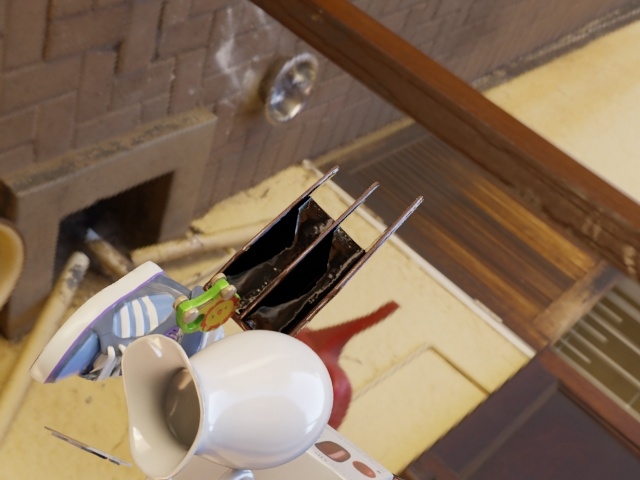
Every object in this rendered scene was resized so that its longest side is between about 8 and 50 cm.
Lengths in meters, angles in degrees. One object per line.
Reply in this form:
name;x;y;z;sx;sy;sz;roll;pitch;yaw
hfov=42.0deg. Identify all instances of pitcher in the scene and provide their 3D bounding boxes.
pitcher;-0.081;0.169;0.739;0.207;0.125;0.178;8;90;-57

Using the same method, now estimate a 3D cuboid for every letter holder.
letter holder;0.000;0.000;1.292;0.302;0.152;0.214;-44;180;-45

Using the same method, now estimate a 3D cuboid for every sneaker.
sneaker;-0.277;0.185;1.338;0.130;0.236;0.323;-47;179;34

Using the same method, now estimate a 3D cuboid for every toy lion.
toy lion;-0.154;0.097;1.152;0.100;0.034;0.096;-31;151;-28

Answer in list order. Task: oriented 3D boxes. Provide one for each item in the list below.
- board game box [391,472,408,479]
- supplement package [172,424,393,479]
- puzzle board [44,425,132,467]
board game box;0.139;0.412;1.269;0.136;0.259;0.030;-4;101;-44
supplement package;-0.045;0.288;0.982;0.149;0.194;0.203;-57;163;0
puzzle board;-0.373;0.331;1.331;0.096;0.128;0.011;41;65;-44
